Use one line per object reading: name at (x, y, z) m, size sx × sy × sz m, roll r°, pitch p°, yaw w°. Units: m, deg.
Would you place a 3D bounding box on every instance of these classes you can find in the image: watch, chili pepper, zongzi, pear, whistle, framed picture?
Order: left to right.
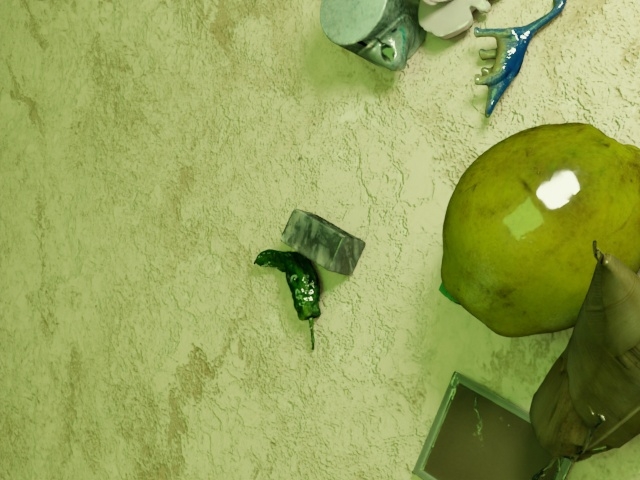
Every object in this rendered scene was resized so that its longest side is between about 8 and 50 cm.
chili pepper at (-0.059, 0.107, 2.075) m, size 0.122 × 0.065 × 0.279 m, roll -52°, pitch 52°, yaw 30°
whistle at (0.127, -0.567, 1.992) m, size 0.188 × 0.168 × 0.405 m, roll 1°, pitch 82°, yaw 40°
watch at (0.258, -0.560, 1.843) m, size 0.244 × 0.231 × 0.196 m, roll -46°, pitch 59°, yaw 15°
framed picture at (0.331, 0.417, 1.726) m, size 0.293 × 0.018 × 0.231 m, roll 27°, pitch 99°, yaw 39°
pear at (0.393, -0.027, 1.577) m, size 0.413 × 0.352 × 0.352 m, roll -50°, pitch 54°, yaw 9°
zongzi at (0.410, 0.225, 1.475) m, size 0.447 × 0.418 × 0.181 m, roll -42°, pitch 38°, yaw 22°

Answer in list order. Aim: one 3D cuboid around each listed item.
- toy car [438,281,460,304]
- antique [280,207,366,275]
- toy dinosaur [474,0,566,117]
toy car at (0.293, 0.047, 1.802) m, size 0.071 × 0.062 × 0.165 m, roll 34°, pitch 103°, yaw 37°
antique at (0.000, 0.000, 2.032) m, size 0.183 × 0.088 × 0.086 m, roll 31°, pitch 99°, yaw 38°
toy dinosaur at (0.401, -0.364, 1.800) m, size 0.188 × 0.075 × 0.248 m, roll -4°, pitch 72°, yaw 31°
